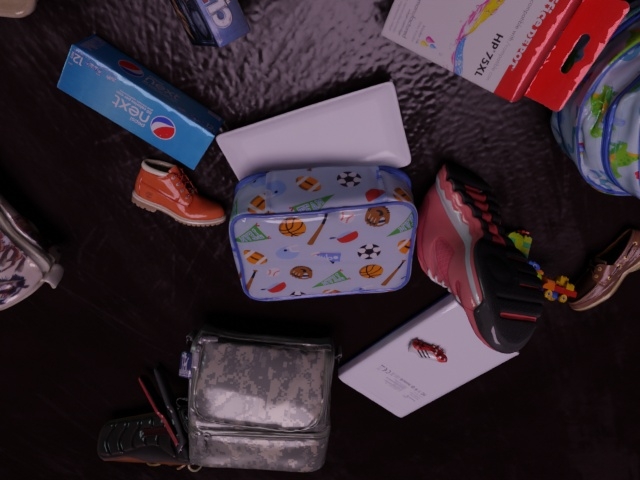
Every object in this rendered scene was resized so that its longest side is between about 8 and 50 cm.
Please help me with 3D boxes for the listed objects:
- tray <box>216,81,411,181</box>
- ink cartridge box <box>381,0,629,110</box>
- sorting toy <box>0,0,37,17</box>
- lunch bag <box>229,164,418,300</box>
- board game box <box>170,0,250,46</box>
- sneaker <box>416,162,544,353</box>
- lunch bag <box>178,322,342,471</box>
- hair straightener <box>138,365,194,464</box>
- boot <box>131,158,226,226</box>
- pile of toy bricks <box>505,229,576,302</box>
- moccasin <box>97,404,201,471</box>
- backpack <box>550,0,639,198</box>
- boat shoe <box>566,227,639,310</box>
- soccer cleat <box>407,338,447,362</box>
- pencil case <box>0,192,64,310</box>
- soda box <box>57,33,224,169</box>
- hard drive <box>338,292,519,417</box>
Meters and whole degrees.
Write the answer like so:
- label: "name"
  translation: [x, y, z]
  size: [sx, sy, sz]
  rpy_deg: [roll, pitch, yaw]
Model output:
- label: "tray"
  translation: [-0.007, -0.144, 0.695]
  size: [0.270, 0.030, 0.145]
  rpy_deg: [-14, 131, 12]
- label: "ink cartridge box"
  translation: [0.204, -0.255, 0.523]
  size: [0.231, 0.078, 0.134]
  rpy_deg: [35, 125, 17]
- label: "sorting toy"
  translation: [-0.354, -0.346, 0.436]
  size: [0.307, 0.041, 0.229]
  rpy_deg: [9, 125, 6]
- label: "lunch bag"
  translation: [0.000, 0.000, 0.740]
  size: [0.303, 0.115, 0.243]
  rpy_deg: [-3, 138, 0]
- label: "board game box"
  translation: [-0.169, -0.339, 0.492]
  size: [0.042, 0.165, 0.243]
  rpy_deg: [-32, 122, -10]
- label: "sneaker"
  translation: [0.212, 0.033, 0.661]
  size: [0.116, 0.314, 0.136]
  rpy_deg: [17, 135, -21]
- label: "lunch bag"
  translation: [-0.121, 0.302, 0.926]
  size: [0.305, 0.212, 0.256]
  rpy_deg: [6, 109, -3]
- label: "hair straightener"
  translation: [-0.316, 0.381, 1.004]
  size: [0.089, 0.230, 0.047]
  rpy_deg: [-32, 164, 0]
- label: "boot"
  translation: [-0.227, -0.078, 0.745]
  size: [0.158, 0.059, 0.085]
  rpy_deg: [19, 119, -9]
- label: "pile of toy bricks"
  translation: [0.331, 0.030, 0.776]
  size: [0.212, 0.118, 0.105]
  rpy_deg: [17, 86, -16]
- label: "moccasin"
  translation: [-0.351, 0.487, 1.100]
  size: [0.380, 0.139, 0.147]
  rpy_deg: [-17, 149, 16]
- label: "backpack"
  translation: [0.474, -0.188, 0.541]
  size: [0.355, 0.273, 0.290]
  rpy_deg: [-5, 132, 22]
- label: "boat shoe"
  translation: [0.501, 0.050, 0.801]
  size: [0.060, 0.064, 0.178]
  rpy_deg: [32, 114, -13]
- label: "soccer cleat"
  translation: [0.214, 0.225, 0.906]
  size: [0.083, 0.029, 0.036]
  rpy_deg: [25, 132, -10]
- label: "pencil case"
  translation: [-0.586, -0.075, 0.699]
  size: [0.183, 0.160, 0.410]
  rpy_deg: [-7, 126, 25]
- label: "soda box"
  translation: [-0.253, -0.197, 0.654]
  size: [0.210, 0.067, 0.071]
  rpy_deg: [32, 121, -18]
- label: "hard drive"
  translation: [0.223, 0.257, 0.969]
  size: [0.210, 0.040, 0.318]
  rpy_deg: [38, 119, -21]
